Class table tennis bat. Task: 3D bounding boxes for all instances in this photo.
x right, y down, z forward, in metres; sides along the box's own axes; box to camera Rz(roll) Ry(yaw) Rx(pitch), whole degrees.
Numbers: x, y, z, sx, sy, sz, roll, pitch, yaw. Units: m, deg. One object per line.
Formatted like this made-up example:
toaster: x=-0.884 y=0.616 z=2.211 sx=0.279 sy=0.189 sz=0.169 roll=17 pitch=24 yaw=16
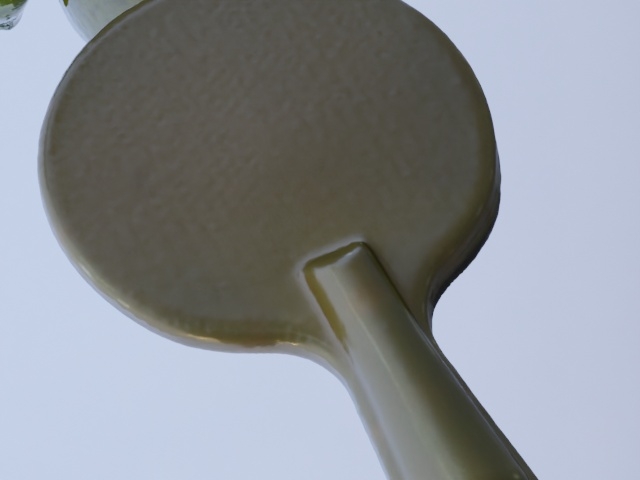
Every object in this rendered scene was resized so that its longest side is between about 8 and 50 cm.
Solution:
table tennis bat: x=0.000 y=0.000 z=0.811 sx=0.198 sy=0.321 sz=0.050 roll=-21 pitch=-34 yaw=-13

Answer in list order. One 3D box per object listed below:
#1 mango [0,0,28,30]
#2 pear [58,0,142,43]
mango: x=-0.273 y=-0.218 z=1.588 sx=0.165 sy=0.074 sz=0.091 roll=105 pitch=153 yaw=-71
pear: x=-0.094 y=-0.254 z=1.619 sx=0.287 sy=0.375 sz=0.287 roll=-9 pitch=-71 yaw=-28
